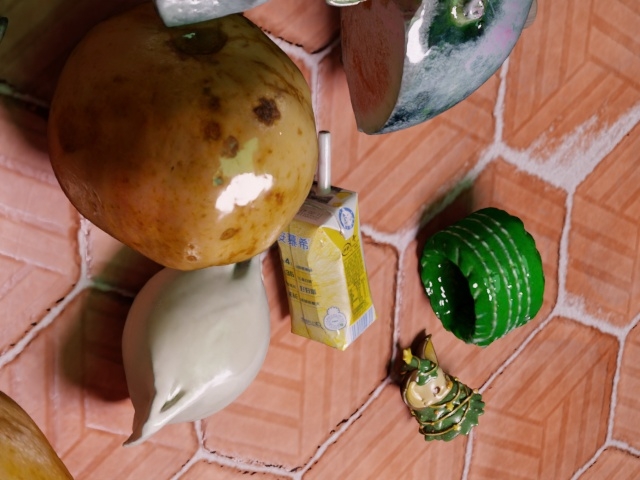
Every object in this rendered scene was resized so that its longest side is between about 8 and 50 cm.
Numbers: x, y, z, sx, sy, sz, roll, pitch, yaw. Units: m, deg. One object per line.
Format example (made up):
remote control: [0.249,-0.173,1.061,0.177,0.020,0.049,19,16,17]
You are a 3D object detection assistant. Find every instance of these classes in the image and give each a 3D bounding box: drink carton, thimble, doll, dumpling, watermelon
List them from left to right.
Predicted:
dumpling: [-0.109,0.087,1.549,0.229,0.124,0.151,-56,176,-17]
drink carton: [0.000,0.000,1.624,0.074,0.084,0.200,-41,134,-35]
doll: [0.106,0.154,1.842,0.113,0.077,0.078,42,51,-19]
watermelon: [0.124,-0.240,1.515,0.188,0.175,0.322,-11,122,-17]
thimble: [0.161,0.037,1.776,0.090,0.118,0.130,-29,111,-26]

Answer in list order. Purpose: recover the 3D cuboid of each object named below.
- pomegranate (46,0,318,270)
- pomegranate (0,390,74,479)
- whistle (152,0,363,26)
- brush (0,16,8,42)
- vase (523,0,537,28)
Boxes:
pomegranate: [-0.109,-0.076,1.393,0.215,0.215,0.215,-22,125,-35]
pomegranate: [-0.355,0.237,1.210,0.410,0.410,0.410,-22,125,-35]
whistle: [-0.027,-0.227,1.336,0.223,0.123,0.123,-24,130,-5]
brush: [-0.299,-0.095,1.332,0.196,0.021,0.070,-52,137,-13]
vase: [0.151,-0.218,1.677,0.101,0.053,0.053,-14,121,-33]
